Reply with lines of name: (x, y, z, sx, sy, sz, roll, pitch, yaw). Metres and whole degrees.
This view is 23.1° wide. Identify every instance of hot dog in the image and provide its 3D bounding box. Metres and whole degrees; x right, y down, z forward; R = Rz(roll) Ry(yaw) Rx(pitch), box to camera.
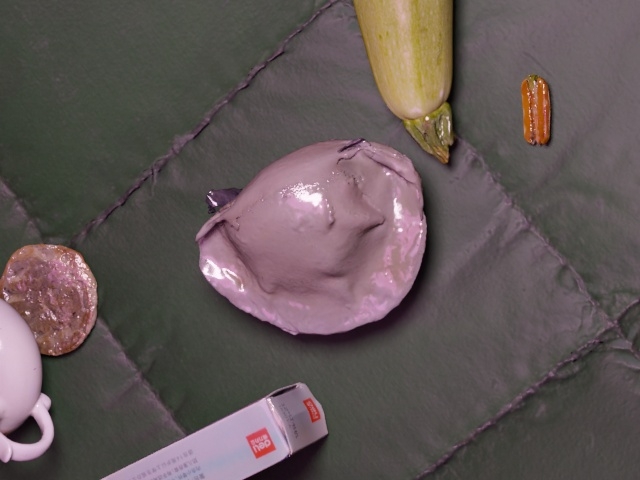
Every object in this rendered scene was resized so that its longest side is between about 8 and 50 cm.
hot dog: (0.250, -0.152, 1.814, 0.037, 0.021, 0.083, 5, 100, 40)

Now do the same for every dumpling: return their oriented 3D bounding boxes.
dumpling: (-0.002, -0.013, 1.863, 0.293, 0.163, 0.204, -27, 119, 19)

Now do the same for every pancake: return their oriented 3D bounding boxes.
pancake: (-0.354, 0.076, 2.046, 0.152, 0.025, 0.151, 2, 95, 21)

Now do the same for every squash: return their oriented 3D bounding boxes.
squash: (0.094, -0.230, 1.810, 0.137, 0.137, 0.287, 0, 96, 20)

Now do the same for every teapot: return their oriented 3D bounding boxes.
teapot: (-0.449, 0.169, 2.016, 0.298, 0.139, 0.204, 34, 114, 18)

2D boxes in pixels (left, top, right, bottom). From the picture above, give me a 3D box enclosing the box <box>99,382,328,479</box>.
box: (-0.132, 0.267, 1.924, 0.269, 0.135, 0.079, -28, 85, 19)
